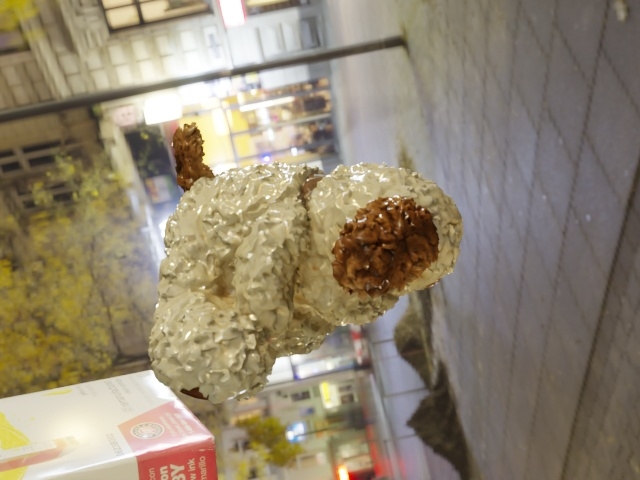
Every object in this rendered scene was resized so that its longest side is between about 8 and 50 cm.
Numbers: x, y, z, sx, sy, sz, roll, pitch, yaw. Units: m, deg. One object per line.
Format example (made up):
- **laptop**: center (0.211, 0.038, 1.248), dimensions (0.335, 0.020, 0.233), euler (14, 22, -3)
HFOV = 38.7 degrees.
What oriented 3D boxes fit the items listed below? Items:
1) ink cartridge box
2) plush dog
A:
- **ink cartridge box**: center (-0.338, 0.293, 1.048), dimensions (0.279, 0.384, 0.161), euler (-159, 63, -62)
- **plush dog**: center (0.000, 0.000, 0.716), dimensions (0.262, 0.225, 0.211), euler (-15, -81, -75)
